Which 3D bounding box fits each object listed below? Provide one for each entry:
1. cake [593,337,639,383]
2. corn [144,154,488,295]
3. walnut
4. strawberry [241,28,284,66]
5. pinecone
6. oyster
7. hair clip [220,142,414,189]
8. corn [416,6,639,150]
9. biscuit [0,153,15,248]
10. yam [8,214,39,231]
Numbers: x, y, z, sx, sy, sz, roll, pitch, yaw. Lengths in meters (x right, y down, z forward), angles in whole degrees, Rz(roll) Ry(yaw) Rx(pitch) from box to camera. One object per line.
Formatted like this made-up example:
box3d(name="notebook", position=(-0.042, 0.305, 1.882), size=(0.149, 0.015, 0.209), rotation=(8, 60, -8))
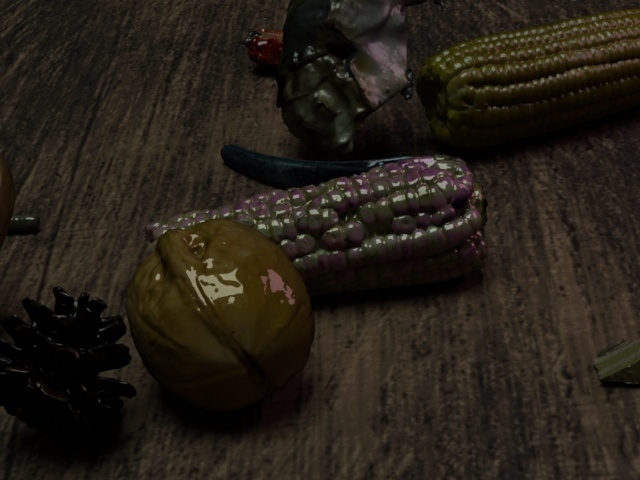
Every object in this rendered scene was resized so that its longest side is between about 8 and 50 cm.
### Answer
box3d(name="cake", position=(0.297, 0.105, 1.449), size=(0.121, 0.065, 0.052), rotation=(-23, 21, 20))
box3d(name="corn", position=(0.000, -0.003, 1.637), size=(0.335, 0.127, 0.127), rotation=(-10, 26, -4))
box3d(name="walnut", position=(-0.091, 0.063, 1.483), size=(0.159, 0.159, 0.207), rotation=(-13, 32, -14))
box3d(name="strawberry", position=(-0.031, -0.255, 2.245), size=(0.152, 0.048, 0.104), rotation=(7, 18, -5))
box3d(name="pinecone", position=(-0.219, 0.105, 1.433), size=(0.140, 0.140, 0.121), rotation=(9, 61, 28))
box3d(name="oyster", position=(0.049, -0.252, 1.920), size=(0.133, 0.337, 0.198), rotation=(18, 16, -43))
box3d(name="hair clip", position=(-0.016, -0.080, 1.880), size=(0.275, 0.048, 0.083), rotation=(12, 35, 35))
box3d(name="corn", position=(0.282, -0.195, 1.952), size=(0.344, 0.131, 0.131), rotation=(-16, 28, -18))
box3d(name="biscuit", position=(-0.458, 0.008, 1.595), size=(0.287, 0.057, 0.344), rotation=(26, 68, 21))
box3d(name="yam", position=(-0.366, -0.018, 1.857), size=(0.116, 0.021, 0.021), rotation=(-2, 26, 9))
